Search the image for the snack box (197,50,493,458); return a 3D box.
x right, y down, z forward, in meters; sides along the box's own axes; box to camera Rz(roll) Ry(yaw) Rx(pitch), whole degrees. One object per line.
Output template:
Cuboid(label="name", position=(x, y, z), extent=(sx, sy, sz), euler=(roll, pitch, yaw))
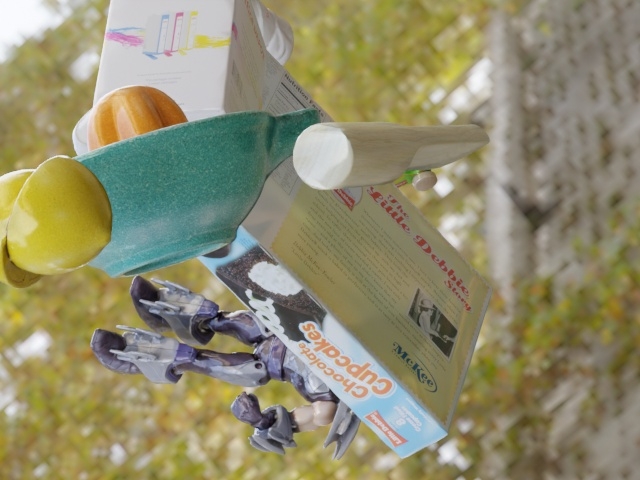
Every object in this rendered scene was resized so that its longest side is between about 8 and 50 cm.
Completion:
Cuboid(label="snack box", position=(0.000, 0.000, 1.554), extent=(0.322, 0.060, 0.187), euler=(46, -142, -18))

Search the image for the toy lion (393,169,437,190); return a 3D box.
Cuboid(label="toy lion", position=(0.050, -0.064, 1.818), extent=(0.096, 0.100, 0.034), euler=(53, -165, -60))

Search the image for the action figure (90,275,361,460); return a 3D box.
Cuboid(label="action figure", position=(-0.053, 0.100, 1.754), extent=(0.099, 0.285, 0.185), euler=(64, -140, -50))

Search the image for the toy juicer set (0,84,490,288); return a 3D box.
Cuboid(label="toy juicer set", position=(-0.086, -0.034, 0.915), extent=(0.209, 0.329, 0.089), euler=(32, -139, -85))

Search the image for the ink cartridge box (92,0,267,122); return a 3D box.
Cuboid(label="ink cartridge box", position=(-0.091, -0.111, 1.305), extent=(0.092, 0.090, 0.143), euler=(73, -163, -52))

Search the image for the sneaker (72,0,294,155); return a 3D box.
Cuboid(label="sneaker", position=(-0.145, -0.162, 1.809), extent=(0.115, 0.232, 0.090), euler=(49, -174, -49))
